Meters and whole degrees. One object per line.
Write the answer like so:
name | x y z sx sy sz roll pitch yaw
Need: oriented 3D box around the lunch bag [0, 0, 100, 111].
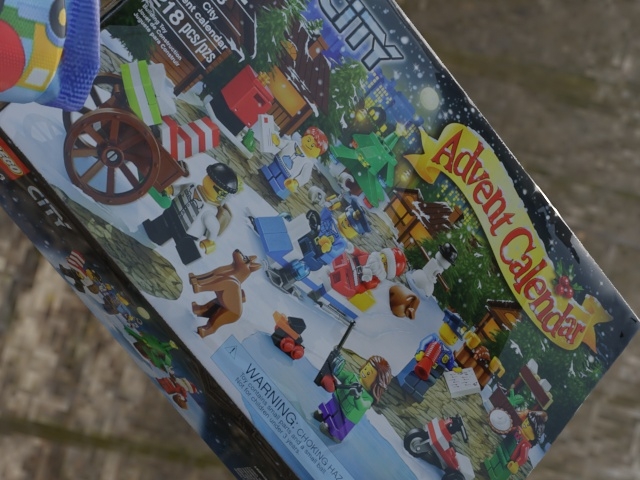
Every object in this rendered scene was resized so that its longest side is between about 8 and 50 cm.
lunch bag | -0.232 -0.126 0.505 0.221 0.293 0.138 10 87 -54

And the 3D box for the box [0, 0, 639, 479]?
box | 0.000 0.000 0.678 0.159 0.233 0.044 -48 -163 -29
